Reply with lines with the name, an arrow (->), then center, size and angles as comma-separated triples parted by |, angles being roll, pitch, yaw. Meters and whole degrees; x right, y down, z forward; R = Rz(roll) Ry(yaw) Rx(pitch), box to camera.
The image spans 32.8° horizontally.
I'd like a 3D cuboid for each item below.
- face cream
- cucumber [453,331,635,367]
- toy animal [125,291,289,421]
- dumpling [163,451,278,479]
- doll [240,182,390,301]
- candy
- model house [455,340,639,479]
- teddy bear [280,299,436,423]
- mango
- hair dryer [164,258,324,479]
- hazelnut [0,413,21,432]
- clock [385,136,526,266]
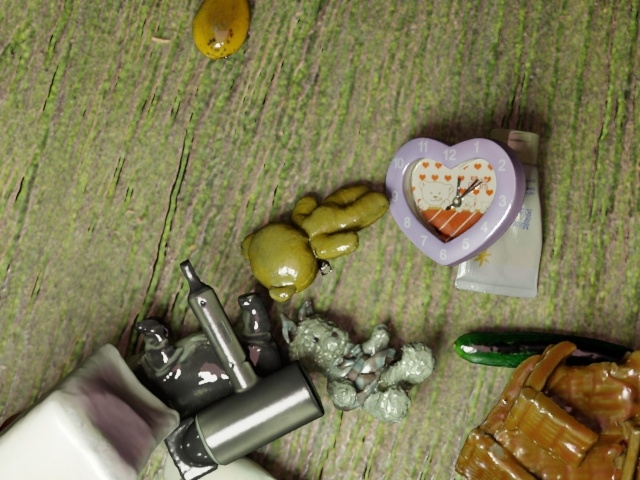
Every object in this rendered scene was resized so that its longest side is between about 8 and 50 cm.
face cream -> 0.255, -0.037, 1.492 | 0.114, 0.070, 0.224 | 7, 90, 0
cucumber -> 0.317, 0.153, 1.464 | 0.284, 0.056, 0.056 | 7, 81, -5
toy animal -> -0.208, 0.186, 1.419 | 0.343, 0.106, 0.168 | -29, 91, 0
dumpling -> -0.121, 0.347, 1.384 | 0.228, 0.124, 0.151 | 23, 84, 34
doll -> 0.000, 0.000, 1.464 | 0.209, 0.097, 0.137 | -31, 45, -13
candy -> -0.346, 0.292, 1.268 | 0.358, 0.208, 0.145 | -38, 97, 19
model house -> 0.296, 0.254, 1.383 | 0.229, 0.199, 0.220 | -6, 69, -7
teddy bear -> 0.045, 0.167, 1.437 | 0.213, 0.111, 0.133 | 26, 50, 25
mango -> -0.138, -0.307, 1.520 | 0.078, 0.057, 0.114 | 8, 73, 4
hair dryer -> -0.135, 0.147, 1.337 | 0.195, 0.078, 0.248 | -27, 87, 1
hazelnut -> -0.380, 0.264, 1.417 | 0.086, 0.086, 0.086 | 0, 81, -2
clock -> 0.184, -0.051, 1.457 | 0.198, 0.064, 0.172 | 3, 92, 37
